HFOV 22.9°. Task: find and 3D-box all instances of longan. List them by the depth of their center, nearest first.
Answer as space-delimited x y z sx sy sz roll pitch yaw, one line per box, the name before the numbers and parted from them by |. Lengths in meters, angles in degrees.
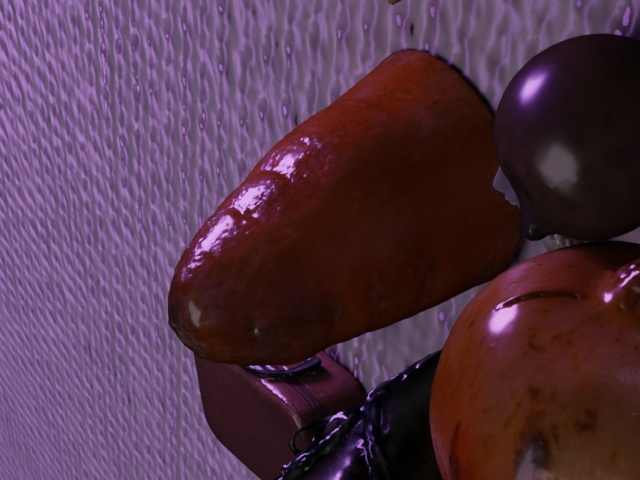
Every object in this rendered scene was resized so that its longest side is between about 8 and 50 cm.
longan | 0.134 -0.049 0.794 0.113 0.092 0.113 -27 52 41

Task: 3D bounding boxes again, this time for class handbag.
handbag | -0.031 0.144 1.346 0.193 0.072 0.151 38 145 46

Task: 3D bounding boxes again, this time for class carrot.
carrot | 0.000 0.000 0.976 0.159 0.225 0.159 43 152 31

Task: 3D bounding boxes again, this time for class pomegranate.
pomegranate | 0.159 0.103 0.790 0.209 0.209 0.209 45 149 36

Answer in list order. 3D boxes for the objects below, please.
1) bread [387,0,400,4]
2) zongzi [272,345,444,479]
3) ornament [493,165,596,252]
bread | 0.104 -0.215 0.622 0.264 0.168 0.163 -16 98 66
zongzi | 0.104 0.270 1.068 0.362 0.319 0.383 40 163 11
ornament | 0.133 -0.032 0.889 0.068 0.041 0.092 23 126 24
